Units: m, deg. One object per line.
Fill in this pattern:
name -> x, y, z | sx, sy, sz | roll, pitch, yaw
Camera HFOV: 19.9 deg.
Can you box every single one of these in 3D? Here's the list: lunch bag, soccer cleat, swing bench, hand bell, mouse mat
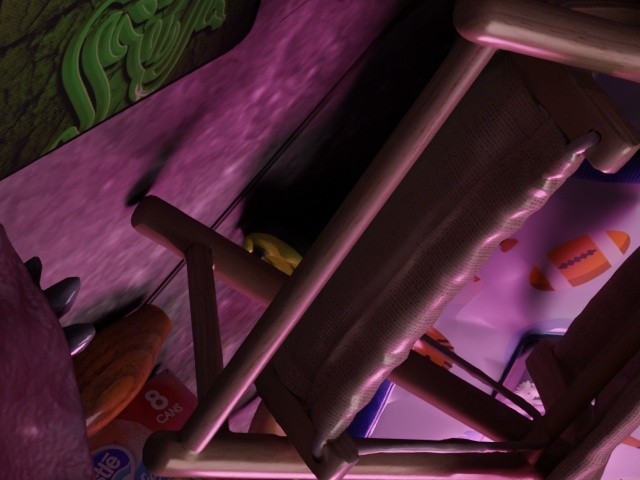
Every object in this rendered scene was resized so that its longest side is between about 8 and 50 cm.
lunch bag -> 0.173, -0.007, 1.070 | 0.385, 0.239, 0.327 | -24, 148, -39
soccer cleat -> 0.000, 0.000, 1.012 | 0.072, 0.060, 0.179 | -52, 172, -2
swing bench -> 0.089, -0.004, 0.767 | 0.255, 0.165, 0.253 | 20, 126, -24
hand bell -> -0.154, 0.114, 0.888 | 0.242, 0.126, 0.126 | -49, 171, -34
mouse mat -> -0.061, -0.099, 0.659 | 0.153, 0.007, 0.189 | -34, 164, -32

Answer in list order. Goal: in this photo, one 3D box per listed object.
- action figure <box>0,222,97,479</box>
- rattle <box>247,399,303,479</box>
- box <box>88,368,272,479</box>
action figure -> -0.225, 0.105, 0.552 | 0.276, 0.248, 0.370 | -21, 179, 31
rattle -> -0.026, 0.090, 1.238 | 0.199, 0.143, 0.130 | -61, -166, 10
box -> -0.138, 0.233, 1.121 | 0.154, 0.142, 0.300 | -32, 162, -35
